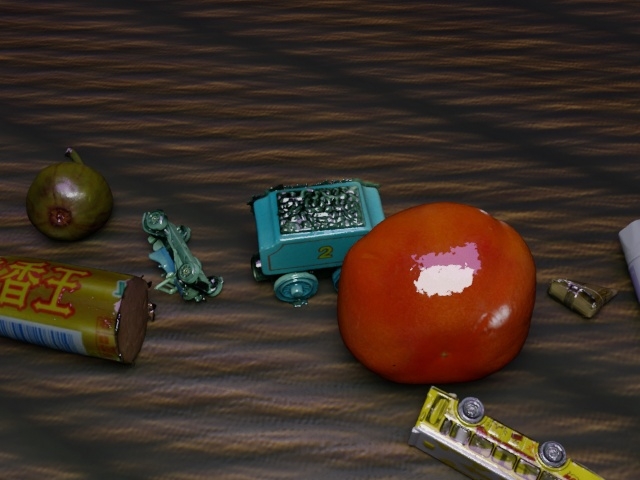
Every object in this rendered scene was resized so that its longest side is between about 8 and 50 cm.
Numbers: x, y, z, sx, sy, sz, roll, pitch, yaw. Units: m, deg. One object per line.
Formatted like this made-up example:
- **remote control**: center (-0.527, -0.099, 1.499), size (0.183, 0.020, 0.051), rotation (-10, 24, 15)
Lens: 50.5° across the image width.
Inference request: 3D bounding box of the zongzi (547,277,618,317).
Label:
- **zongzi**: center (0.381, 0.070, 0.984), size (0.083, 0.040, 0.076), rotation (-30, 51, -34)

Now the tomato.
- **tomato**: center (0.144, 0.075, 0.844), size (0.259, 0.260, 0.180), rotation (-2, 40, -2)

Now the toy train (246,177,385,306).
- **toy train**: center (0.000, 0.000, 0.956), size (0.203, 0.163, 0.112), rotation (-9, 55, -7)

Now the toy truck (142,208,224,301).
- **toy truck**: center (-0.216, 0.030, 0.997), size (0.078, 0.080, 0.154), rotation (-41, 59, 4)

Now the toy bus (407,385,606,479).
- **toy bus**: center (0.220, 0.261, 0.816), size (0.226, 0.081, 0.074), rotation (27, 62, 15)

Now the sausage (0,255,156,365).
- **sausage**: center (-0.390, 0.078, 0.927), size (0.317, 0.117, 0.125), rotation (11, 31, 8)

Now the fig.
- **fig**: center (-0.393, -0.086, 1.076), size (0.124, 0.124, 0.236), rotation (-13, 30, -9)

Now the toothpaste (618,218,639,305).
- **toothpaste**: center (0.500, 0.143, 0.915), size (0.125, 0.080, 0.371), rotation (-4, 62, -6)
